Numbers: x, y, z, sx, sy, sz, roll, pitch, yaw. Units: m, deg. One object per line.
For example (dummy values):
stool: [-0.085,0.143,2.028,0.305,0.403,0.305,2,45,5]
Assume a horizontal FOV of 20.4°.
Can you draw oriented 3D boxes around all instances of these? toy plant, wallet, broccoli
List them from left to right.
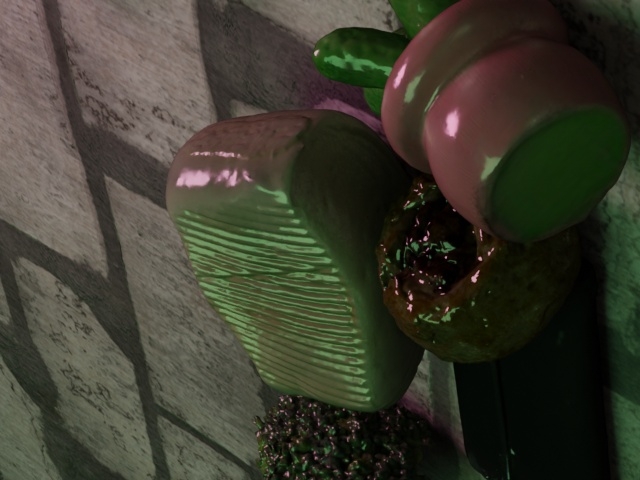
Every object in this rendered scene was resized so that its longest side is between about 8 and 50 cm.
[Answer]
broccoli: [0.040,0.323,2.380,0.288,0.248,0.245,-96,-7,-46]
toy plant: [0.139,-0.149,1.765,0.356,0.211,0.317,46,153,35]
wallet: [0.238,0.154,2.085,0.228,0.062,0.406,25,140,37]

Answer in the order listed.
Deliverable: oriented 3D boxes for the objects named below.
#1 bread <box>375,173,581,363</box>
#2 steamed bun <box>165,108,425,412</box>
bread: [0.158,0.018,1.889,0.230,0.230,0.123,28,178,34]
steamed bun: [0.003,0.000,2.078,0.247,0.236,0.383,4,133,39]
